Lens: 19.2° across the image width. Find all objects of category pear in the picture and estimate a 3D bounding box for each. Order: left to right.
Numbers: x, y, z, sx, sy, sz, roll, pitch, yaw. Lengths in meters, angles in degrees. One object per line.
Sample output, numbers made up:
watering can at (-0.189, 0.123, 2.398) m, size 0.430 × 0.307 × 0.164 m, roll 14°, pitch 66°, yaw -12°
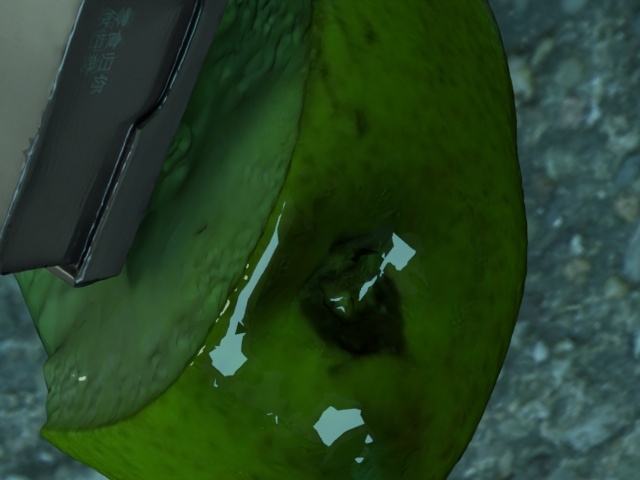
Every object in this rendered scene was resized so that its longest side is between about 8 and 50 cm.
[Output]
pear at (0.000, 0.000, 0.831) m, size 0.176 × 0.282 × 0.286 m, roll 22°, pitch 113°, yaw -27°

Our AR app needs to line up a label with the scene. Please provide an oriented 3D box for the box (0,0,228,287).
box at (-0.145, -0.122, 0.762) m, size 0.086 × 0.215 × 0.215 m, roll -9°, pitch 128°, yaw -57°
